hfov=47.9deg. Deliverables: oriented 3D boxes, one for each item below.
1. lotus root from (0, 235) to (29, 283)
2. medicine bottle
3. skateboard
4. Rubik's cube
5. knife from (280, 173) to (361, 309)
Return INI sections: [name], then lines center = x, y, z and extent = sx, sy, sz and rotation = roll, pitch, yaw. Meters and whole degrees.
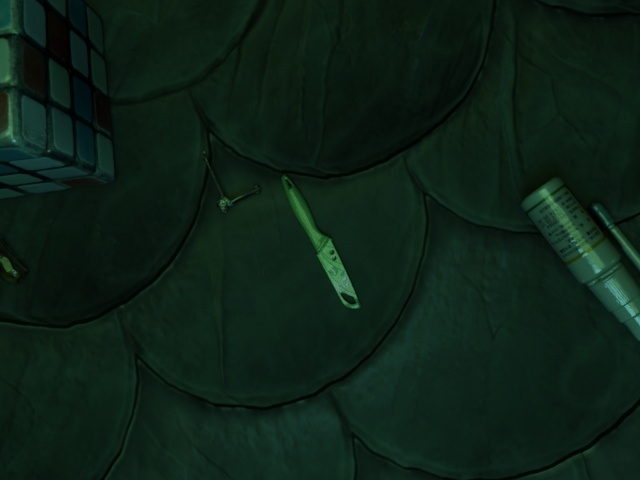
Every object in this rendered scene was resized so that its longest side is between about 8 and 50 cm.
[lotus root]
center = -0.445, 0.026, 0.996
extent = 0.037, 0.030, 0.083
rotation = -44, 80, 2
[medicine bottle]
center = 0.348, 0.016, 0.892
extent = 0.092, 0.061, 0.221
rotation = -33, 81, -17
[skateboard]
center = -0.126, -0.087, 0.974
extent = 0.064, 0.032, 0.083
rotation = -27, 83, -7
[Rubik's cube]
center = -0.433, -0.199, 0.908
extent = 0.259, 0.253, 0.256
rotation = -6, 82, 5
[knife]
center = 0.000, 0.000, 0.955
extent = 0.030, 0.014, 0.207
rotation = -28, 83, 3
